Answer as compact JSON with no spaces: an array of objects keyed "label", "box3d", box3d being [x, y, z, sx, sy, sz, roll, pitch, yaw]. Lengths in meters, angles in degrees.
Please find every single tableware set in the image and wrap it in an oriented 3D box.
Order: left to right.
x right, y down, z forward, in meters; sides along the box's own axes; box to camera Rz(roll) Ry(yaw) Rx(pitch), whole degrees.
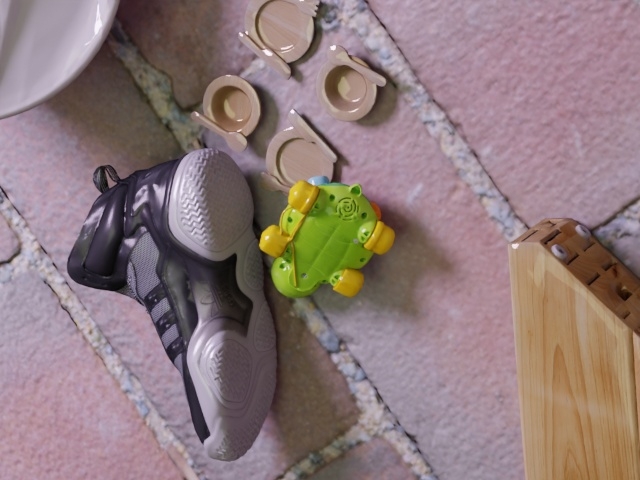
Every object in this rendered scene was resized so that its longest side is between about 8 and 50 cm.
[{"label":"tableware set","box3d":[-0.027,-0.120,1.534,0.141,0.020,0.168,37,116,13]}]

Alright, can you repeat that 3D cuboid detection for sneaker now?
[{"label":"sneaker","box3d":[-0.129,0.056,1.589,0.153,0.101,0.268,-1,100,30]}]

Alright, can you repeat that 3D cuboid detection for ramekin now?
[{"label":"ramekin","box3d":[-0.302,-0.238,1.521,0.273,0.127,0.272,-3,106,-11]}]

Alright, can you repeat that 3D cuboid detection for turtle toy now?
[{"label":"turtle toy","box3d":[0.000,0.000,1.524,0.095,0.066,0.130,30,119,-9]}]

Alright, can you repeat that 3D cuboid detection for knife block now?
[{"label":"knife block","box3d":[0.201,0.155,1.454,0.276,0.088,0.242,44,117,9]}]
